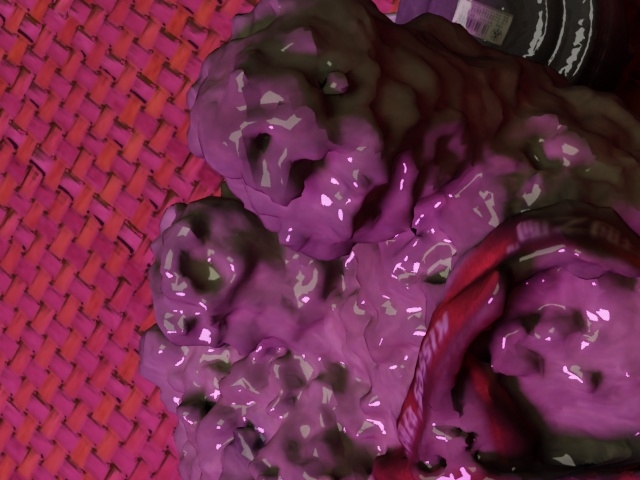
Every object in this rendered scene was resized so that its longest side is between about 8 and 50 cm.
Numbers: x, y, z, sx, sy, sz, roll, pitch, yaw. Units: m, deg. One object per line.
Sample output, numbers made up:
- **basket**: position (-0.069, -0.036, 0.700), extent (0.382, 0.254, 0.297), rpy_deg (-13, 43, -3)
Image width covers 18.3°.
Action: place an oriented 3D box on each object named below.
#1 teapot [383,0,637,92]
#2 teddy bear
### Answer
- **teapot**: position (0.091, -0.090, 0.997), extent (0.149, 0.108, 0.111), rpy_deg (-31, 68, 24)
- **teddy bear**: position (0.058, 0.090, 0.922), extent (0.357, 0.224, 0.367), rpy_deg (37, 125, 3)
